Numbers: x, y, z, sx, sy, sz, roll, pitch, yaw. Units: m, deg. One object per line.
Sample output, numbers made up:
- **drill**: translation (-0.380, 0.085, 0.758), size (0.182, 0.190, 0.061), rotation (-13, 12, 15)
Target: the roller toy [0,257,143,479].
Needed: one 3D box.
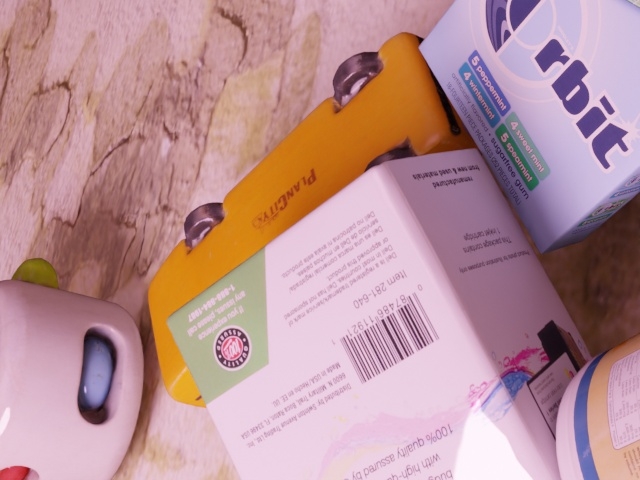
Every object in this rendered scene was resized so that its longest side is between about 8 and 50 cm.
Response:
- **roller toy**: translation (-0.251, 0.142, 1.166), size (0.209, 0.146, 0.191), rotation (-65, 30, 16)

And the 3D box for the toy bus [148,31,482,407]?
- **toy bus**: translation (0.000, 0.000, 0.943), size (0.333, 0.130, 0.108), rotation (-41, 46, 31)

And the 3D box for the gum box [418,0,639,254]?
- **gum box**: translation (0.149, -0.105, 0.719), size (0.157, 0.041, 0.184), rotation (62, 144, 18)

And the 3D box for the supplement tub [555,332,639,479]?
- **supplement tub**: translation (0.229, 0.086, 0.614), size (0.200, 0.144, 0.144), rotation (-38, 49, 43)

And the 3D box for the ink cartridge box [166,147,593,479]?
- **ink cartridge box**: translation (0.060, 0.116, 0.759), size (0.201, 0.117, 0.278), rotation (-35, 76, 35)
